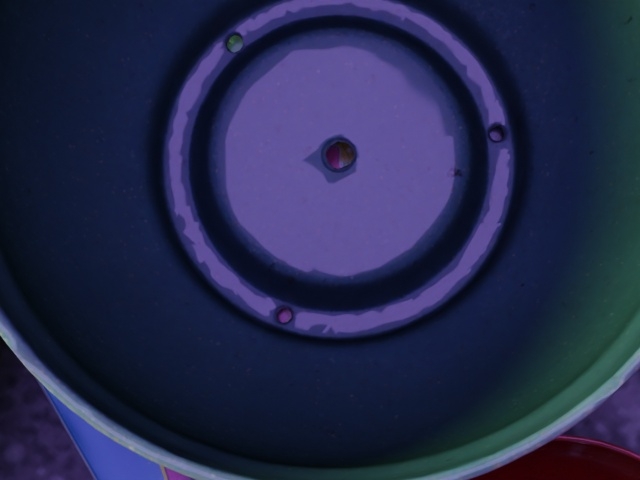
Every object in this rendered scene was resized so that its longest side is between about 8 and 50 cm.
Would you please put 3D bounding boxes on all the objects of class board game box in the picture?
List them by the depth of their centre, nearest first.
[{"bbox_3d":[0.000,0.000,0.815,0.303,0.097,0.224,-31,83,-1],"label":"board game box"}]

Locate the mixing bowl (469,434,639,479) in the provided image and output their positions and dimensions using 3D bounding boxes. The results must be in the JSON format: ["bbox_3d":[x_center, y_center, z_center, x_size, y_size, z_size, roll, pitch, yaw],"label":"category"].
[{"bbox_3d":[0.110,0.184,0.791,0.181,0.098,0.181,0,85,2],"label":"mixing bowl"}]

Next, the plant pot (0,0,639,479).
[{"bbox_3d":[0.007,-0.045,0.673,0.293,0.196,0.293,0,84,1],"label":"plant pot"}]
